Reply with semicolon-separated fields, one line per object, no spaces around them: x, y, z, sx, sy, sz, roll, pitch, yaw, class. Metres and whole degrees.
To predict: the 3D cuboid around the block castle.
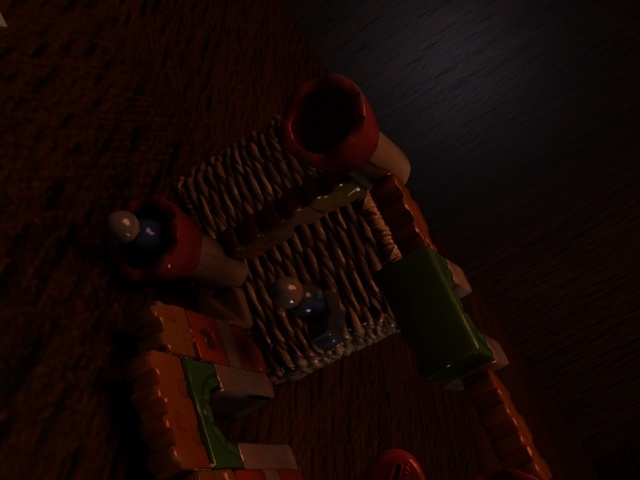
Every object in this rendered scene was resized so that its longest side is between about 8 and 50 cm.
-0.004;0.111;0.719;0.213;0.303;0.453;28;36;-60;block castle

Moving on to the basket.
0.000;0.000;1.048;0.299;0.223;0.213;63;17;9;basket

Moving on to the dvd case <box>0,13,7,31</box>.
-0.358;-0.259;0.788;0.119;0.013;0.087;61;17;3;dvd case

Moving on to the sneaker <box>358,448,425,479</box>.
0.054;0.296;0.867;0.128;0.087;0.221;-99;-160;-73;sneaker
